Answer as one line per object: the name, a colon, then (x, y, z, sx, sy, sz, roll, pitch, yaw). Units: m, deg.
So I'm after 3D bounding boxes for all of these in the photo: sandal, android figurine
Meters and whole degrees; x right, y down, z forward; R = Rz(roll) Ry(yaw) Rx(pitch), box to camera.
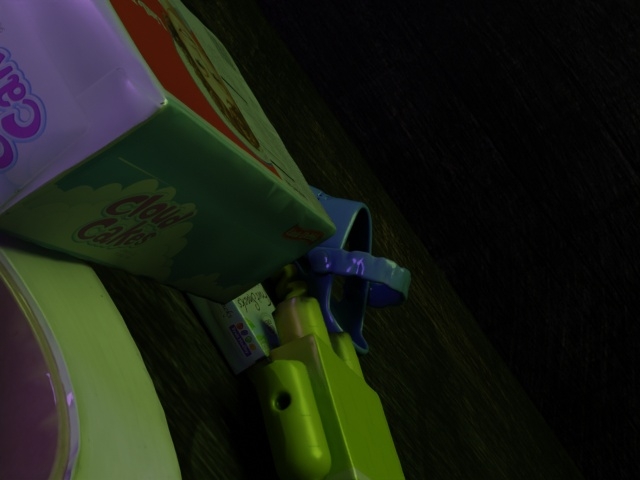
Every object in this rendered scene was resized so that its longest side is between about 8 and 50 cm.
sandal: (0.000, 0.000, 1.117, 0.126, 0.138, 0.317, 36, 22, -57)
android figurine: (0.023, 0.186, 0.831, 0.248, 0.056, 0.272, 50, 21, -57)

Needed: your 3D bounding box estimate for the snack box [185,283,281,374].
snack box: (-0.083, 0.042, 0.884, 0.141, 0.037, 0.100, 59, 13, 4)

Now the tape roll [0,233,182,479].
tape roll: (-0.166, 0.051, 0.332, 0.286, 0.100, 0.286, 54, 11, -15)

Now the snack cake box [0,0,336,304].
snack cake box: (-0.093, -0.064, 0.508, 0.152, 0.089, 0.264, 60, 8, 17)
